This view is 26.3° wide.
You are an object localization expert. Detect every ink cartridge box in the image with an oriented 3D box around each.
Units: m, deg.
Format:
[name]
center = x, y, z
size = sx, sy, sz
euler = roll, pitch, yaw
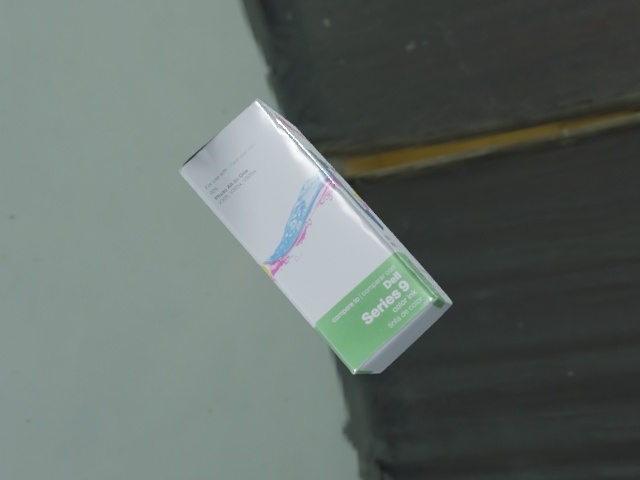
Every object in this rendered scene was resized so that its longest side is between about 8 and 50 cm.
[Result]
[ink cartridge box]
center = 0.000, 0.000, 1.100
size = 0.212, 0.093, 0.154
euler = 47, 4, 11
